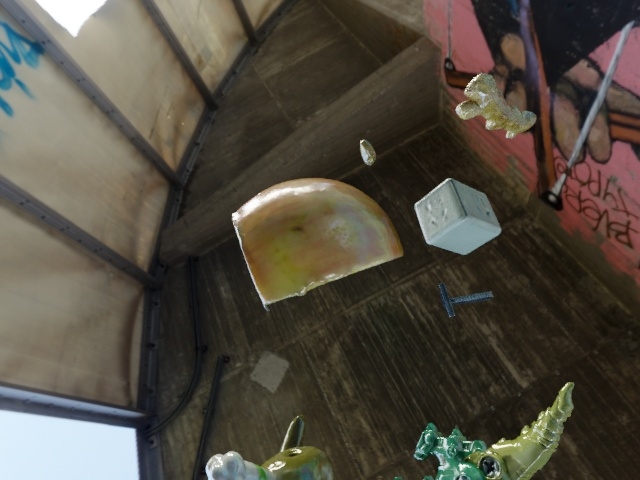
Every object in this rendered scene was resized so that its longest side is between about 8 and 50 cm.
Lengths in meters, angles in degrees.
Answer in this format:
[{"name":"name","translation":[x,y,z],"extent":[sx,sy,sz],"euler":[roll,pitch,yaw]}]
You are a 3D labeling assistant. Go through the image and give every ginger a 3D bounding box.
[{"name":"ginger","translation":[0.476,-0.345,1.067],"extent":[0.118,0.299,0.065],"euler":[-62,-141,26]}]

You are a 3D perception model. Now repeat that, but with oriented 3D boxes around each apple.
[{"name":"apple","translation":[0.000,0.000,0.829],"extent":[0.309,0.252,0.314],"euler":[-22,-138,-6]}]

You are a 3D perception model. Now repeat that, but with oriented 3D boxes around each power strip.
[{"name":"power strip","translation":[0.396,-0.055,1.116],"extent":[0.139,0.224,0.140],"euler":[-43,-135,39]}]

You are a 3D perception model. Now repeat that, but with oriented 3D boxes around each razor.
[{"name":"razor","translation":[0.297,0.117,0.825],"extent":[0.033,0.190,0.066],"euler":[-32,-115,44]}]

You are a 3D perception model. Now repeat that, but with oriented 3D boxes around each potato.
[{"name":"potato","translation":[0.153,-0.279,1.284],"extent":[0.047,0.092,0.045],"euler":[-9,-138,16]}]

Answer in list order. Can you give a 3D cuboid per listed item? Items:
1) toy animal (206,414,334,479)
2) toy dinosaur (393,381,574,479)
[{"name":"toy animal","translation":[-0.027,0.393,0.627],"extent":[0.181,0.362,0.180],"euler":[30,-123,29]},{"name":"toy dinosaur","translation":[0.159,0.241,0.396],"extent":[0.153,0.094,0.259],"euler":[21,-93,53]}]
